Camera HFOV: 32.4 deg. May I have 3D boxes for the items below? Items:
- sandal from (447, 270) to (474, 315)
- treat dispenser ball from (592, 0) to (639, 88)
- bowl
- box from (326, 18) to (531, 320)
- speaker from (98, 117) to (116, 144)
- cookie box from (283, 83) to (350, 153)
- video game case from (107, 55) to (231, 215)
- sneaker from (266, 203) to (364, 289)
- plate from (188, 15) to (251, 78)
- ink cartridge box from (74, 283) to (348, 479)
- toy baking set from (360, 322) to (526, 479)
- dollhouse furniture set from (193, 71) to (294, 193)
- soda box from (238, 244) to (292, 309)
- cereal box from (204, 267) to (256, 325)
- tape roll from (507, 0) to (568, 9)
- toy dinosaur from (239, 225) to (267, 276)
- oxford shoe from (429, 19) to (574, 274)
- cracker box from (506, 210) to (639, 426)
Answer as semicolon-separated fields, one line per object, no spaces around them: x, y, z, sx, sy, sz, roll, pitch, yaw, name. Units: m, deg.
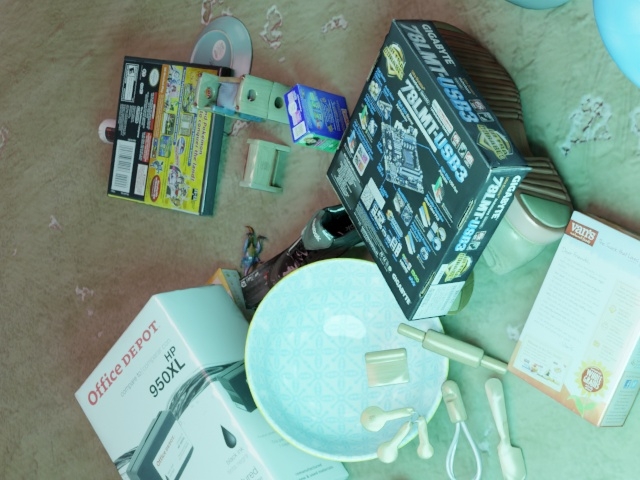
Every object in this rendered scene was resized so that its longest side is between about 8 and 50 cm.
0.176;0.024;1.589;0.049;0.072;0.180;-36;56;54;sandal
0.446;-0.283;1.205;0.288;0.288;0.288;-9;77;44;treat dispenser ball
0.034;0.180;1.616;0.156;0.289;0.290;100;167;-77;bowl
0.132;-0.094;1.484;0.295;0.073;0.293;62;144;35;box
-0.386;-0.213;2.203;0.136;0.055;0.055;15;94;45;speaker
-0.001;-0.194;1.771;0.040;0.107;0.092;-31;62;39;cookie box
-0.287;-0.199;2.065;0.248;0.035;0.275;12;97;34;video game case
0.000;0.000;1.691;0.234;0.106;0.078;-33;64;15;sneaker
-0.198;-0.328;2.052;0.188;0.024;0.188;-9;77;45;plate
-0.188;0.310;1.780;0.285;0.166;0.395;-48;66;29;ink cartridge box
0.173;0.231;1.518;0.256;0.030;0.197;17;82;8;toy baking set
-0.139;-0.186;1.893;0.129;0.129;0.184;11;91;46;dollhouse furniture set
-0.059;0.058;1.826;0.169;0.053;0.060;-33;62;38;soda box
-0.164;0.193;1.915;0.173;0.047;0.240;-46;56;31;cereal box
0.303;-0.436;1.529;0.219;0.072;0.219;-9;77;43;tape roll
-0.118;0.030;1.917;0.090;0.047;0.082;-105;29;-69;toy dinosaur
0.206;-0.136;1.536;0.146;0.140;0.397;-50;47;43;oxford shoe
0.353;0.098;1.394;0.155;0.067;0.232;33;107;43;cracker box
